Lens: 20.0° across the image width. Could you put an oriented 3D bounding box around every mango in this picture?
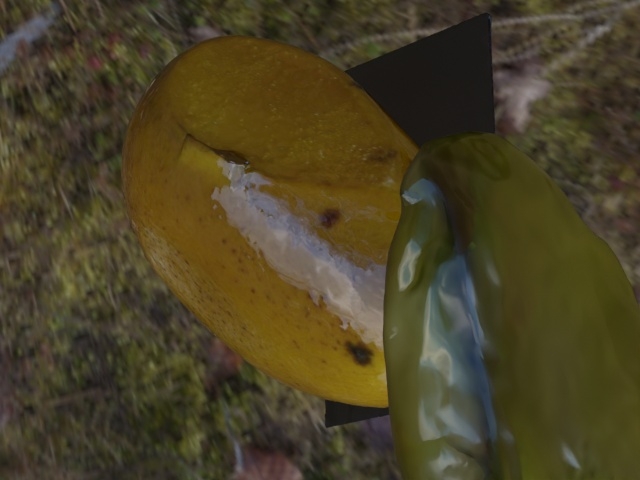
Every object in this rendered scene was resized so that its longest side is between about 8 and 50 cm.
[{"bbox_3d":[0.000,0.000,1.054,0.160,0.290,0.191,-32,135,-25],"label":"mango"}]

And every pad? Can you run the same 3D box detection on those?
[{"bbox_3d":[0.056,-0.011,1.174,0.006,0.170,0.245,12,69,-39],"label":"pad"}]

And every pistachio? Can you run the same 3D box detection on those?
[{"bbox_3d":[0.052,0.061,0.411,0.049,0.089,0.173,-28,91,39],"label":"pistachio"}]
